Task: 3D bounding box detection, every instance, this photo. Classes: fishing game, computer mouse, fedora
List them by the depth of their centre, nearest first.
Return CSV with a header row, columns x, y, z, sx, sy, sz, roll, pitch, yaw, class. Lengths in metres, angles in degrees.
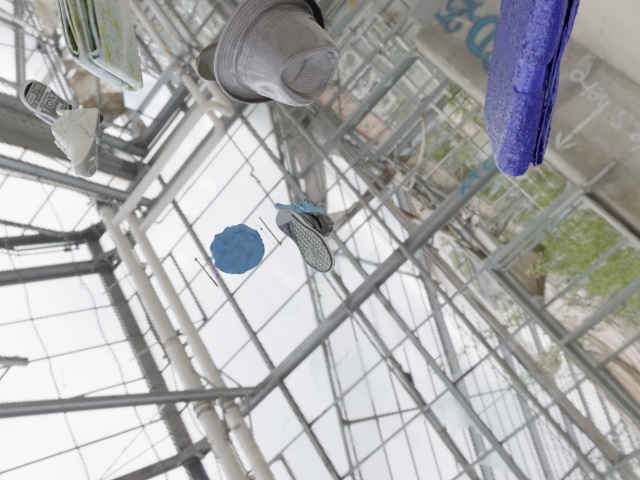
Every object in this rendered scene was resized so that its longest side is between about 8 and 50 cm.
x,y,z,sx,sy,sz,roll,pitch,yaw,class
-0.060,-0.349,1.050,0.124,0.243,0.275,42,-154,21,fedora
-0.589,-0.290,1.208,0.042,0.106,0.193,5,159,35,computer mouse
-0.274,0.032,1.765,0.189,0.264,0.041,46,162,22,fishing game

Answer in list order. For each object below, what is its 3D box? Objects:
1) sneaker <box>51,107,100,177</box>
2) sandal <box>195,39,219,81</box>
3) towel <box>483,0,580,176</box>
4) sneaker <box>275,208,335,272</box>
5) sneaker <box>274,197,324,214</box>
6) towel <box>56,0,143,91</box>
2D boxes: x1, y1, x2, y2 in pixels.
x,y,z,sx,sy,sz,roll,pitch,yaw,class
-0.338,-0.135,0.741,0.061,0.053,0.152,1,-141,-21,sneaker
-0.149,-0.361,1.112,0.220,0.089,0.060,4,-144,-4,sandal
0.322,-0.280,0.835,0.076,0.308,0.227,2,-136,6,towel
0.001,-0.002,1.450,0.163,0.086,0.226,5,-141,-52,sneaker
-0.062,-0.096,1.661,0.162,0.073,0.063,13,171,10,sneaker
-0.540,-0.555,1.316,0.374,0.090,0.320,-115,18,-84,towel
